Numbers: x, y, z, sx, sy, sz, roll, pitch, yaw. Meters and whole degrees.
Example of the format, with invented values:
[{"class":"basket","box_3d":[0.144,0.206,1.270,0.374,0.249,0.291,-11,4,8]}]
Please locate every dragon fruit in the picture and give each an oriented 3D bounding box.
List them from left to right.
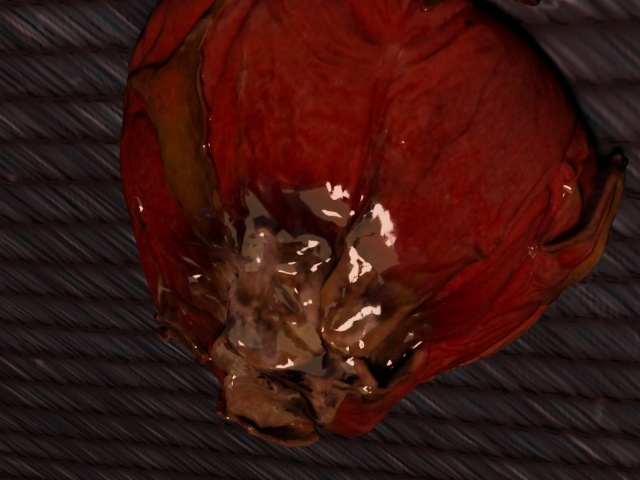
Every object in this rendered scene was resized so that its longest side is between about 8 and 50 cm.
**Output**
[{"class":"dragon fruit","box_3d":[-0.001,0.002,0.737,0.223,0.148,0.218,0,138,35]}]
